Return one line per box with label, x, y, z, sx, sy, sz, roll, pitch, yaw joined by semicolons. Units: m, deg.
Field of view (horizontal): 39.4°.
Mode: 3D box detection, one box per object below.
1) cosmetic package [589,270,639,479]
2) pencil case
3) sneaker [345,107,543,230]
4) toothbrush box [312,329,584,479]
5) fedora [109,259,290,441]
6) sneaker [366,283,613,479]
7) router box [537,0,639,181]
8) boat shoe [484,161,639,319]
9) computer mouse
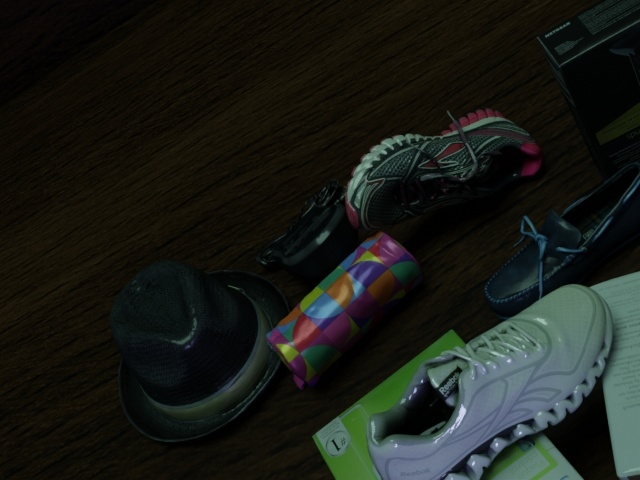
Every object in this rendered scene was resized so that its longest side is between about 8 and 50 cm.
cosmetic package;0.339;0.154;0.902;0.086;0.117;0.231;-20;42;24
pencil case;0.031;0.094;1.225;0.236;0.104;0.104;-43;38;-6
sneaker;0.169;-0.095;1.241;0.299;0.120;0.112;-26;40;-16
toothbrush box;0.149;0.264;0.941;0.206;0.122;0.283;-37;39;1
fedora;-0.210;0.134;1.335;0.334;0.152;0.334;-22;41;21
sneaker;0.166;0.137;0.868;0.292;0.118;0.110;-41;36;-10
router box;0.454;-0.219;1.084;0.309;0.243;0.081;-28;39;12
boat shoe;0.304;-0.009;1.116;0.258;0.089;0.109;-40;38;-2
computer mouse;0.000;0.000;1.337;0.188;0.072;0.272;-45;12;-2
